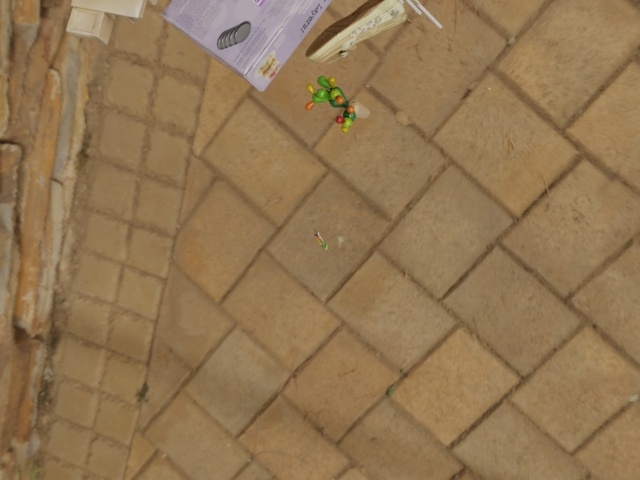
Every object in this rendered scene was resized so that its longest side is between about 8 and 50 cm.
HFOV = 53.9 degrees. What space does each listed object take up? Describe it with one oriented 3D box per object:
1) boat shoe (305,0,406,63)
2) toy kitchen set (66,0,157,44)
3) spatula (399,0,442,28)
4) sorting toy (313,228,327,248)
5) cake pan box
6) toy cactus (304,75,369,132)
[{"bbox_3d":[0.094,-0.527,1.602,0.285,0.104,0.089,-34,121,0],"label":"boat shoe"},{"bbox_3d":[-0.175,-0.214,0.583,0.068,0.075,0.083,14,87,14],"label":"toy kitchen set"},{"bbox_3d":[0.172,-0.534,1.350,0.168,0.242,0.019,42,108,25],"label":"spatula"},{"bbox_3d":[0.000,0.000,1.866,0.012,0.083,0.062,-29,108,-8],"label":"sorting toy"},{"bbox_3d":[-0.108,-0.416,1.045,0.245,0.070,0.267,38,93,27],"label":"cake pan box"},{"bbox_3d":[0.058,-0.366,1.736,0.112,0.180,0.219,-58,42,22],"label":"toy cactus"}]
